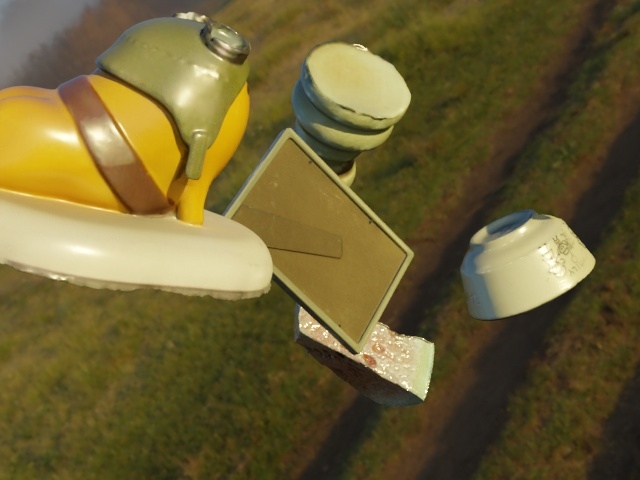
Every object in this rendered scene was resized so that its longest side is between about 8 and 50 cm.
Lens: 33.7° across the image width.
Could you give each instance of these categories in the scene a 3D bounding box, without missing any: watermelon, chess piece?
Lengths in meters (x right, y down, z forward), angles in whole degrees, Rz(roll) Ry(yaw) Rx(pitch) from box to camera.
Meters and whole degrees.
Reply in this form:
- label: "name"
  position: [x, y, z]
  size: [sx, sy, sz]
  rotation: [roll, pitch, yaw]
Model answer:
- label: "watermelon"
  position: [0.052, 0.176, 1.694]
  size: [0.154, 0.241, 0.094]
  rotation: [-36, 26, 58]
- label: "chess piece"
  position: [0.000, -0.109, 1.283]
  size: [0.133, 0.133, 0.243]
  rotation: [-56, -3, -47]

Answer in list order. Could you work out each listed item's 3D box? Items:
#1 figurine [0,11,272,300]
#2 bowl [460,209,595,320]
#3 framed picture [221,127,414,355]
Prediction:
- label: "figurine"
  position: [-0.131, -0.065, 0.572]
  size: [0.166, 0.250, 0.141]
  rotation: [-137, 60, -64]
- label: "bowl"
  position: [0.341, 0.031, 1.836]
  size: [0.237, 0.126, 0.238]
  rotation: [-27, 12, 6]
- label: "framed picture"
  position: [0.000, 0.000, 1.097]
  size: [0.015, 0.203, 0.150]
  rotation: [-25, 27, 49]
